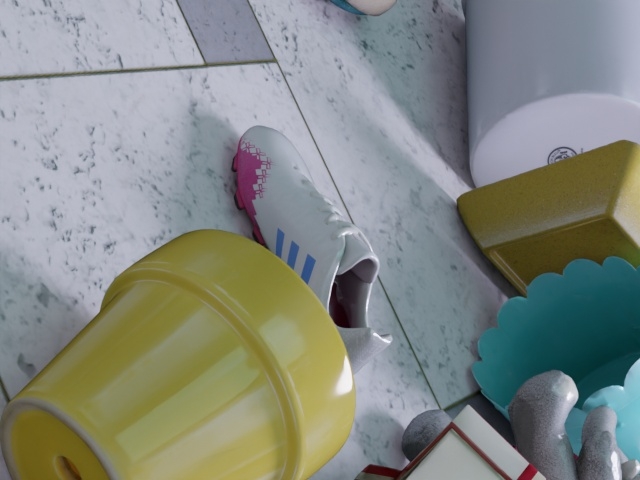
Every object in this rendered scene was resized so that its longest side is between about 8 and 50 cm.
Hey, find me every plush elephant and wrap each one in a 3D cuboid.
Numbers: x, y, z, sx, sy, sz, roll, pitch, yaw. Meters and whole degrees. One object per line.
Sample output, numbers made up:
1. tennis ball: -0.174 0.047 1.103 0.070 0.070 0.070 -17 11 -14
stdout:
1. plush elephant: 0.305 0.297 1.604 0.255 0.272 0.330 -11 72 -38

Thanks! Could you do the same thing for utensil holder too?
1. utensil holder: 0.374 -0.259 2.130 0.327 0.327 0.385 35 44 -33

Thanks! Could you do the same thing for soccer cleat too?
1. soccer cleat: 0.000 0.000 1.593 0.116 0.143 0.331 11 57 -49

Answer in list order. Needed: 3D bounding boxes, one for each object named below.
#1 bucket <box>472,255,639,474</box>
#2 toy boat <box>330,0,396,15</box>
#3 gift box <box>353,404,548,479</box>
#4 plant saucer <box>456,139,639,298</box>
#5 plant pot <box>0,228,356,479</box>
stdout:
1. bucket: 0.362 0.175 1.830 0.183 0.281 0.281 52 33 -30
2. toy boat: -0.014 -0.449 1.938 0.318 0.148 0.267 15 59 -56
3. gift box: 0.112 0.346 1.396 0.255 0.276 0.258 48 37 5
4. plant saucer: 0.388 0.037 1.937 0.333 0.333 0.081 44 54 -22
5. plant pot: -0.138 0.149 1.228 0.239 0.254 0.254 -33 93 -41
